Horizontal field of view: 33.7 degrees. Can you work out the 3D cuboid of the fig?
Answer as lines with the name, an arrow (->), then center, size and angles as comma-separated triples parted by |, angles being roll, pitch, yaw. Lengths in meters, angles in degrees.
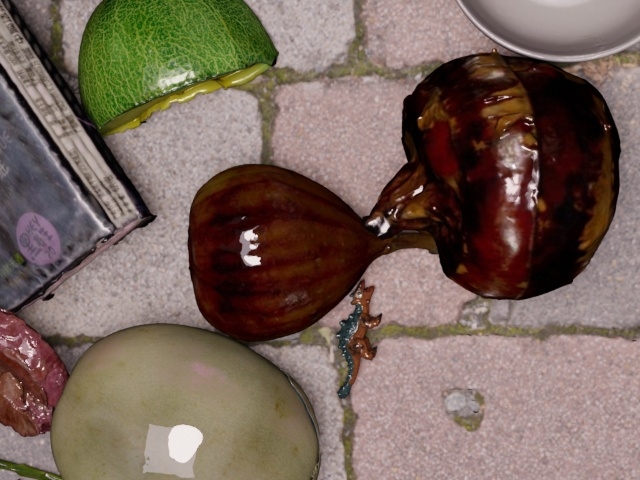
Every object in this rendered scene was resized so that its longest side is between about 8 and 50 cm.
fig -> 0.000, 0.000, 1.269 | 0.320, 0.217, 0.217 | -9, 95, -13

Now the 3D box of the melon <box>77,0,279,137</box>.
melon -> -0.207, -0.245, 1.290 | 0.265, 0.129, 0.169 | -22, 89, 11

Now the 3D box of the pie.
pie -> -0.403, 0.163, 1.337 | 0.204, 0.054, 0.219 | 29, 141, 15

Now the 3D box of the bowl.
bowl -> 0.277, -0.342, 1.196 | 0.286, 0.144, 0.287 | 1, 96, 8

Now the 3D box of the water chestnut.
water chestnut -> 0.178, -0.067, 1.161 | 0.299, 0.300, 0.300 | 1, 96, 8

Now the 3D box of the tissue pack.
tissue pack -> -0.398, -0.108, 1.305 | 0.259, 0.122, 0.361 | -32, 92, 35

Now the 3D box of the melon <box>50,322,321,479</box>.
melon -> -0.153, 0.241, 1.254 | 0.330, 0.268, 0.269 | 24, 99, -4

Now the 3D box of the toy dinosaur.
toy dinosaur -> 0.045, 0.125, 1.325 | 0.055, 0.049, 0.154 | 12, 92, 5

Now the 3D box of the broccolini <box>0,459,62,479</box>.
broccolini -> -0.414, 0.311, 1.425 | 0.218, 0.044, 0.042 | 18, 83, 1

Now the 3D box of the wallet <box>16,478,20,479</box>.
wallet -> -0.453, 0.449, 1.439 | 0.222, 0.036, 0.167 | -32, 90, 10
